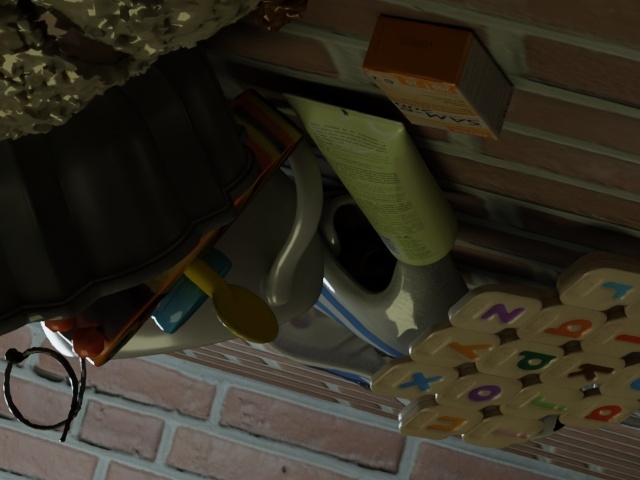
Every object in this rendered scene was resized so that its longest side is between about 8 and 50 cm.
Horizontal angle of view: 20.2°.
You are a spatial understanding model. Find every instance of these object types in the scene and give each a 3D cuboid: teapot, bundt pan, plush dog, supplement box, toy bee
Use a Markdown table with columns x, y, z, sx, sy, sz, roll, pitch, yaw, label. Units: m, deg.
| x | y | z | sx | sy | sz | roll | pitch | yaw | label |
| --- | --- | --- | --- | --- | --- | --- | --- | --- | --- |
| -0.119 | -0.019 | 1.436 | 0.256 | 0.187 | 0.252 | -10 | -172 | 2 | teapot |
| -0.210 | -0.064 | 1.106 | 0.330 | 0.331 | 0.124 | 9 | 124 | 38 | bundt pan |
| -0.128 | -0.135 | 0.873 | 0.225 | 0.211 | 0.262 | -23 | 149 | 32 | plush dog |
| 0.072 | -0.097 | 1.083 | 0.062 | 0.036 | 0.098 | 13 | 169 | 25 | supplement box |
| -0.121 | 0.031 | 1.247 | 0.195 | 0.298 | 0.162 | 20 | -171 | 5 | toy bee |

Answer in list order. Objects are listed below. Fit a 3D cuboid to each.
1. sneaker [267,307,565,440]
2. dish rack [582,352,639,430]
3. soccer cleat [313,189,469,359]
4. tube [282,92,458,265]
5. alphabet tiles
| x | y | z | sx | sy | sz | roll | pitch | yaw | label |
| --- | --- | --- | --- | --- | --- | --- | --- | --- | --- |
| 0.099 | 0.100 | 1.768 | 0.322 | 0.130 | 0.236 | 17 | -178 | 8 | sneaker |
| 0.332 | 0.133 | 1.779 | 0.285 | 0.072 | 0.333 | 24 | 167 | -31 | dish rack |
| 0.000 | 0.000 | 1.578 | 0.331 | 0.116 | 0.143 | 21 | 141 | 40 | soccer cleat |
| 0.050 | -0.049 | 1.334 | 0.070 | 0.062 | 0.240 | -25 | 154 | 8 | tube |
| 0.192 | 0.098 | 1.510 | 0.278 | 0.021 | 0.284 | 11 | 141 | -32 | alphabet tiles |
